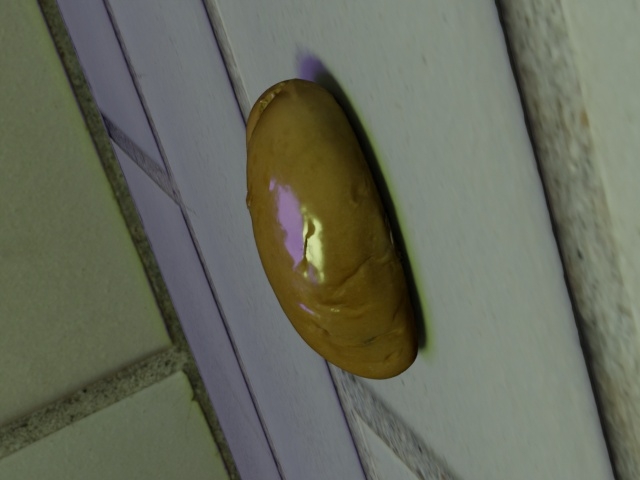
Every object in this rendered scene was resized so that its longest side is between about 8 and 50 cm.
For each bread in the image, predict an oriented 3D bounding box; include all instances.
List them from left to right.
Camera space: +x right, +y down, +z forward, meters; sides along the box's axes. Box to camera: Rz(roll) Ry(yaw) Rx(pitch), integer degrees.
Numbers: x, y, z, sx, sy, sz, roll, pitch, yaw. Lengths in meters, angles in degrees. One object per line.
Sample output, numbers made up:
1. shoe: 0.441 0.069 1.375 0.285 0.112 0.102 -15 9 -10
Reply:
1. bread: 0.000 0.000 0.744 0.114 0.077 0.189 25 135 65
